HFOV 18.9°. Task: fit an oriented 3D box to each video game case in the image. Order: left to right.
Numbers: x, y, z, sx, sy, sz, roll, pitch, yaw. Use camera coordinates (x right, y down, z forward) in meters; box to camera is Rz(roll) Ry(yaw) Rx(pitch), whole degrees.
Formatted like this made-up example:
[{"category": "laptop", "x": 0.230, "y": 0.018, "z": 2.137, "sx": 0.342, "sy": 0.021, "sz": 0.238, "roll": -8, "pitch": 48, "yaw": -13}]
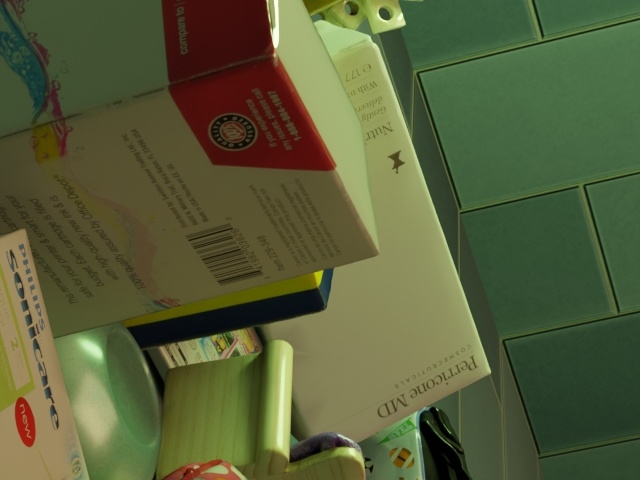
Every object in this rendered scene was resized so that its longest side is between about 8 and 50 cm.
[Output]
[{"category": "video game case", "x": -0.102, "y": 0.112, "z": 1.811, "sx": 0.157, "sy": 0.019, "sz": 0.143, "roll": 64, "pitch": 33, "yaw": -22}]

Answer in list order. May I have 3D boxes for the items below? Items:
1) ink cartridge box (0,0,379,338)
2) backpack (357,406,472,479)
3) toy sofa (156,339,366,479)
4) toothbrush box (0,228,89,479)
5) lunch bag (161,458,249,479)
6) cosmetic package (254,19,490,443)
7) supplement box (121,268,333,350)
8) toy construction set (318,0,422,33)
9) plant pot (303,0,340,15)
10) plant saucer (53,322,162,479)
[{"category": "ink cartridge box", "x": -0.140, "y": -0.058, "z": 1.266, "sx": 0.226, "sy": 0.306, "sz": 0.131, "roll": 61, "pitch": 19, "yaw": -52}, {"category": "backpack", "x": 0.086, "y": 0.319, "z": 2.134, "sx": 0.276, "sy": 0.213, "sz": 0.263, "roll": 35, "pitch": 51, "yaw": -81}, {"category": "toy sofa", "x": -0.016, "y": 0.273, "z": 1.735, "sx": 0.150, "sy": 0.177, "sz": 0.362, "roll": -89, "pitch": 166, "yaw": -53}, {"category": "toothbrush box", "x": -0.239, "y": 0.120, "z": 1.079, "sx": 0.283, "sy": 0.122, "sz": 0.206, "roll": -37, "pitch": 114, "yaw": -78}, {"category": "lunch bag", "x": -0.125, "y": 0.269, "z": 1.211, "sx": 0.120, "sy": 0.258, "sz": 0.293, "roll": 41, "pitch": 3, "yaw": 5}, {"category": "cosmetic package", "x": 0.000, "y": 0.000, "z": 1.934, "sx": 0.385, "sy": 0.217, "sz": 0.156, "roll": 67, "pitch": -14, "yaw": -21}, {"category": "supplement box", "x": -0.126, "y": -0.115, "z": 1.652, "sx": 0.194, "sy": 0.195, "sz": 0.356, "roll": -79, "pitch": 154, "yaw": -62}, {"category": "toy construction set", "x": -0.023, "y": -0.205, "z": 2.073, "sx": 0.327, "sy": 0.215, "sz": 0.151, "roll": 129, "pitch": -23, "yaw": -57}, {"category": "plant pot", "x": -0.124, "y": -0.312, "z": 1.878, "sx": 0.212, "sy": 0.212, "sz": 0.187, "roll": 50, "pitch": 17, "yaw": -64}, {"category": "plant saucer", "x": -0.167, "y": 0.124, "z": 1.555, "sx": 0.195, "sy": 0.037, "sz": 0.195, "roll": -17, "pitch": 90, "yaw": -77}]
